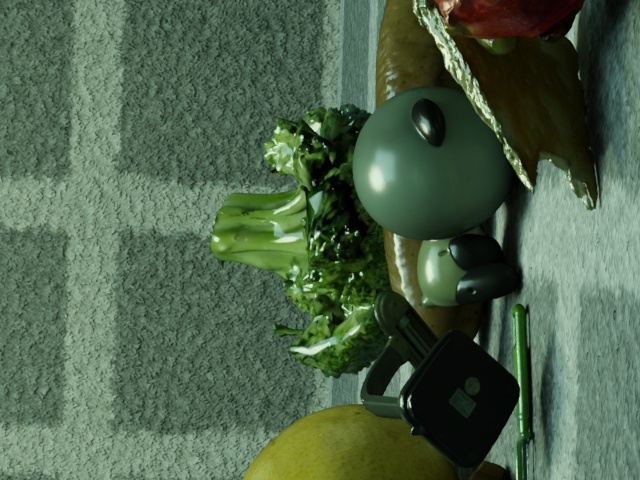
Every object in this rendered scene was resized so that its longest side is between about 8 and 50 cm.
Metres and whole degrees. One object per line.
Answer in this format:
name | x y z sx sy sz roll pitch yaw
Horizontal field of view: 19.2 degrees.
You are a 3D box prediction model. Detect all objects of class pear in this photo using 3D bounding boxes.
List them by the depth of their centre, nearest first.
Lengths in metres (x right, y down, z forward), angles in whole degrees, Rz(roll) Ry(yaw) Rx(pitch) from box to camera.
pear | 0.042 0.352 2.306 0.314 0.314 0.314 -178 90 -84

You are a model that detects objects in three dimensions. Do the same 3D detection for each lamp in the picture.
lamp | 0.138 0.175 2.033 0.124 0.203 0.283 -50 15 -3
lamp | 0.135 -0.051 2.096 0.198 0.197 0.244 -130 19 -81

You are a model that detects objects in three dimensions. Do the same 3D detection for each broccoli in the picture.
broccoli | 0.022 -0.011 2.686 0.338 0.317 0.277 -53 8 44

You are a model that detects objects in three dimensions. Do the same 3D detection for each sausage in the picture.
sausage | 0.131 -0.104 2.265 0.136 0.123 0.501 12 -106 -50

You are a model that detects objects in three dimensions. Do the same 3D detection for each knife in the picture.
knife | 0.212 0.172 1.998 0.054 0.015 0.212 97 173 -75

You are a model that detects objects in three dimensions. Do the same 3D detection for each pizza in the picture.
pizza | 0.189 -0.138 1.759 0.034 0.181 0.262 -40 65 41

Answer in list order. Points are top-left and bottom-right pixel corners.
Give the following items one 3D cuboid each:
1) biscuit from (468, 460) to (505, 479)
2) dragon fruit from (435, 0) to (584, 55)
biscuit | 0.146 0.373 2.047 0.257 0.049 0.273 -42 -33 -73
dragon fruit | 0.176 -0.326 1.660 0.307 0.243 0.227 -51 -16 3
